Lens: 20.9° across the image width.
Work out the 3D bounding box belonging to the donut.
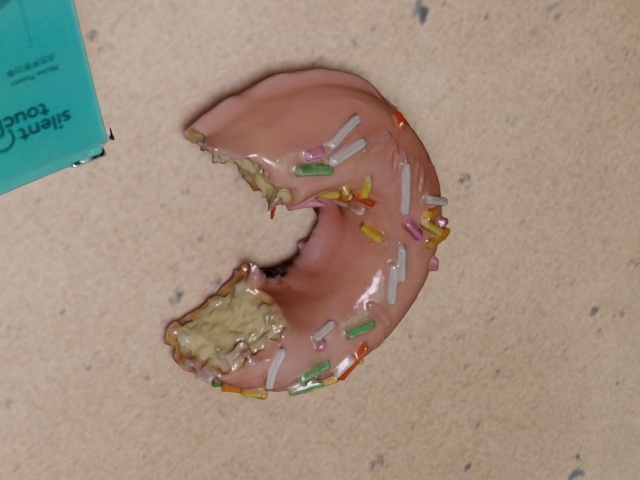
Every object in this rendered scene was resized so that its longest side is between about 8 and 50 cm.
[{"bbox_3d":[0.000,0.000,1.166,0.199,0.085,0.232,-12,122,-31],"label":"donut"}]

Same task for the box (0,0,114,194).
[{"bbox_3d":[-0.247,-0.159,0.881,0.205,0.118,0.311,-23,125,-19],"label":"box"}]
